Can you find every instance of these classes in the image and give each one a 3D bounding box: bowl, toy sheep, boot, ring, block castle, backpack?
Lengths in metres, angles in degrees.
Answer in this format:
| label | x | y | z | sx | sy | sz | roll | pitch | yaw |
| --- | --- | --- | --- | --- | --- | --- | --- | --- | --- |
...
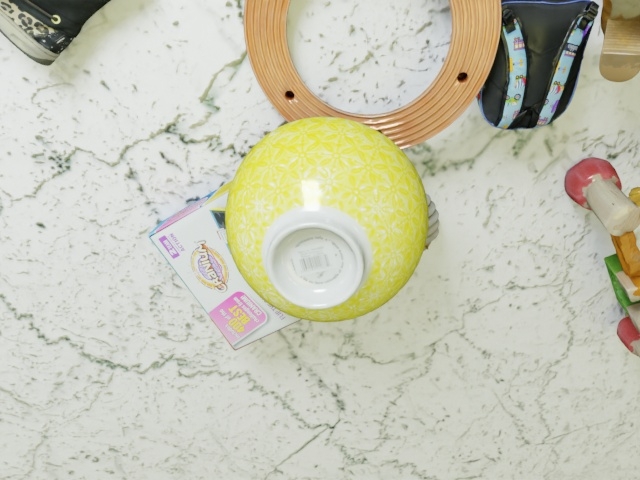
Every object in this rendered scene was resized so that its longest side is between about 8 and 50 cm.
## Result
| label | x | y | z | sx | sy | sz | roll | pitch | yaw |
| --- | --- | --- | --- | --- | --- | --- | --- | --- | --- |
| bowl | 0.000 | 0.000 | 0.682 | 0.289 | 0.156 | 0.290 | 3 | 114 | 6 |
| toy sheep | 0.152 | -0.038 | 0.875 | 0.091 | 0.091 | 0.132 | -20 | 116 | 2 |
| boot | -0.345 | -0.346 | 0.605 | 0.178 | 0.085 | 0.236 | -33 | 127 | 8 |
| ring | 0.063 | -0.276 | 0.702 | 0.336 | 0.032 | 0.337 | 5 | 123 | 7 |
| block castle | 0.651 | 0.017 | 0.928 | 0.302 | 0.213 | 0.453 | -24 | 116 | 18 |
| boot | 0.399 | -0.360 | 0.625 | 0.104 | 0.211 | 0.295 | 15 | 159 | 19 |
| backpack | 0.286 | -0.252 | 0.750 | 0.158 | 0.117 | 0.173 | -5 | 120 | -7 |

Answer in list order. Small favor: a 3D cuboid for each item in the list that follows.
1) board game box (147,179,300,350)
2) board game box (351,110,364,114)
| label | x | y | z | sx | sy | sz | roll | pitch | yaw |
| --- | --- | --- | --- | --- | --- | --- | --- | --- | --- |
| board game box | -0.067 | 0.007 | 0.815 | 0.316 | 0.064 | 0.242 | -26 | 109 | 17 |
| board game box | 0.031 | -0.118 | 0.838 | 0.103 | 0.026 | 0.154 | -14 | 122 | -2 |
